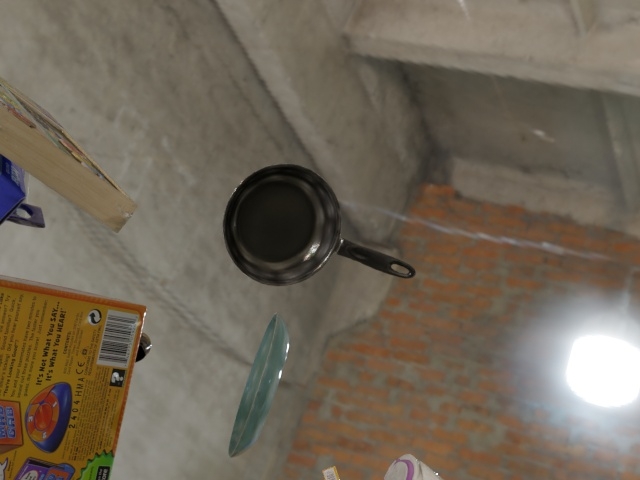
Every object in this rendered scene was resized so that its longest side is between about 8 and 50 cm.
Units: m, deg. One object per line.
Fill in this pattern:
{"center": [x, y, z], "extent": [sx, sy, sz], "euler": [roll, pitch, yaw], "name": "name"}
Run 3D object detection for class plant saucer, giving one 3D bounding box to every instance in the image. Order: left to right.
{"center": [-0.125, 0.307, 2.264], "extent": [0.043, 0.318, 0.317], "euler": [19, -26, -5], "name": "plant saucer"}

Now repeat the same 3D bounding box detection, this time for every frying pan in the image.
{"center": [-0.002, -0.029, 1.734], "extent": [0.326, 0.197, 0.053], "euler": [-3, 11, -19], "name": "frying pan"}

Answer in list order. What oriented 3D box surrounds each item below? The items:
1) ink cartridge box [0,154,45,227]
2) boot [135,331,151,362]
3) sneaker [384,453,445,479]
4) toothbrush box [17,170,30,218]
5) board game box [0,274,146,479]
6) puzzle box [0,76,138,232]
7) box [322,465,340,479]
{"center": [-0.578, -0.136, 1.568], "extent": [0.395, 0.151, 0.270], "euler": [47, 0, -25], "name": "ink cartridge box"}
{"center": [-0.430, 0.226, 2.100], "extent": [0.137, 0.198, 0.077], "euler": [-165, -125, -82], "name": "boot"}
{"center": [0.212, 0.502, 2.012], "extent": [0.152, 0.114, 0.305], "euler": [36, -3, -22], "name": "sneaker"}
{"center": [-0.805, -0.149, 2.419], "extent": [0.283, 0.122, 0.206], "euler": [-3, -43, -25], "name": "toothbrush box"}
{"center": [-0.563, 0.230, 1.763], "extent": [0.356, 0.357, 0.356], "euler": [8, -6, 42], "name": "board game box"}
{"center": [-0.441, -0.173, 1.550], "extent": [0.272, 0.052, 0.409], "euler": [40, 0, -41], "name": "puzzle box"}
{"center": [0.033, 0.467, 1.919], "extent": [0.028, 0.081, 0.136], "euler": [-17, -36, -6], "name": "box"}
